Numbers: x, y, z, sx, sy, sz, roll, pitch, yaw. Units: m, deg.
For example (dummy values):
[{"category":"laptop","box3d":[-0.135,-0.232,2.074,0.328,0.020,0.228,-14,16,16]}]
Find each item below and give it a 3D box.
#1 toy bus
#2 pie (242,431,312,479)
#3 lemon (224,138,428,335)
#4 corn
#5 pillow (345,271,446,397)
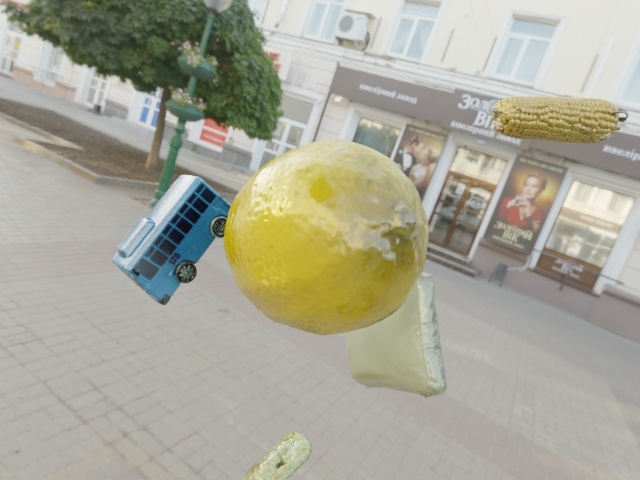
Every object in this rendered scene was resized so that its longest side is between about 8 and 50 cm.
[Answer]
[{"category":"toy bus","box3d":[-0.226,-0.005,0.663,0.090,0.185,0.106,14,-25,49]},{"category":"pie","box3d":[-0.142,0.677,1.294,0.090,0.247,0.201,52,-25,1]},{"category":"lemon","box3d":[0.000,0.000,0.568,0.245,0.246,0.319,14,-16,-32]},{"category":"corn","box3d":[0.508,-0.259,0.932,0.292,0.107,0.106,-2,13,-10]},{"category":"pillow","box3d":[0.157,0.216,0.991,0.119,0.256,0.322,3,-13,-23]}]
